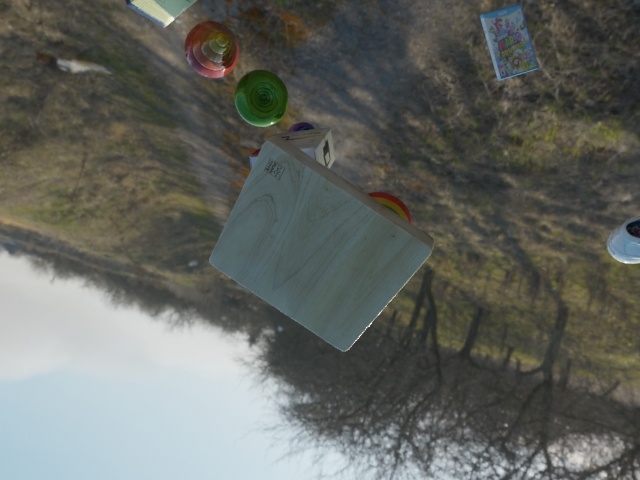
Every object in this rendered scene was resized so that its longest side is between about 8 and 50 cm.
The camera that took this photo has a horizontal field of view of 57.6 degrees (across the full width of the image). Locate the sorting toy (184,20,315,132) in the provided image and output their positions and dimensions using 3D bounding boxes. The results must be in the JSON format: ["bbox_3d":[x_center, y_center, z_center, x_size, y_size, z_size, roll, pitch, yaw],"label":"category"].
[{"bbox_3d":[-0.131,-0.332,1.265,0.365,0.127,0.126,43,171,-20],"label":"sorting toy"}]

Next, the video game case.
[{"bbox_3d":[0.475,-0.498,1.464,0.119,0.166,0.015,-20,-175,-15],"label":"video game case"}]

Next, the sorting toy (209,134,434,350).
[{"bbox_3d":[0.000,0.000,0.849,0.255,0.089,0.257,34,131,0],"label":"sorting toy"}]

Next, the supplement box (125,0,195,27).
[{"bbox_3d":[-0.243,-0.383,0.880,0.083,0.056,0.083,-30,164,21],"label":"supplement box"}]

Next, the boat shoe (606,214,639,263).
[{"bbox_3d":[0.463,-0.016,0.738,0.184,0.066,0.063,-3,154,5],"label":"boat shoe"}]

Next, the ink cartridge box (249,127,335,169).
[{"bbox_3d":[-0.051,-0.163,1.141,0.127,0.073,0.175,-5,-158,13],"label":"ink cartridge box"}]
